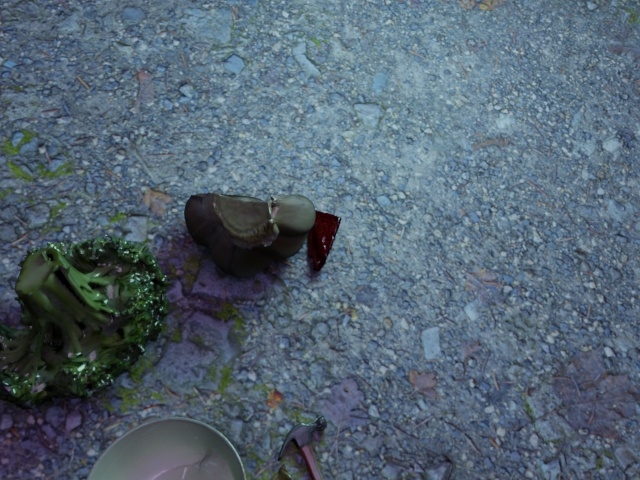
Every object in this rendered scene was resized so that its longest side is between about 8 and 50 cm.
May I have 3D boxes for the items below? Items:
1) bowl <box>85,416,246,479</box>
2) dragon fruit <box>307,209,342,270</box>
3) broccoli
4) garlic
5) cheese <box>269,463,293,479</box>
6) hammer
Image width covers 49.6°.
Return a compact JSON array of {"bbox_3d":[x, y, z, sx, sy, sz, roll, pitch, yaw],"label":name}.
[{"bbox_3d":[-0.254,0.455,1.180,0.277,0.145,0.277,-1,56,2],"label":"bowl"},{"bbox_3d":[-0.003,-0.002,1.477,0.063,0.097,0.131,20,85,2],"label":"dragon fruit"},{"bbox_3d":[-0.466,0.118,1.240,0.375,0.302,0.249,-37,39,-17],"label":"broccoli"},{"bbox_3d":[-0.137,-0.043,1.390,0.237,0.292,0.210,-33,85,5],"label":"garlic"},{"bbox_3d":[-0.071,0.458,1.280,0.060,0.041,0.084,37,95,17],"label":"cheese"},{"bbox_3d":[0.010,0.480,1.292,0.111,0.033,0.287,-19,72,-18],"label":"hammer"}]
